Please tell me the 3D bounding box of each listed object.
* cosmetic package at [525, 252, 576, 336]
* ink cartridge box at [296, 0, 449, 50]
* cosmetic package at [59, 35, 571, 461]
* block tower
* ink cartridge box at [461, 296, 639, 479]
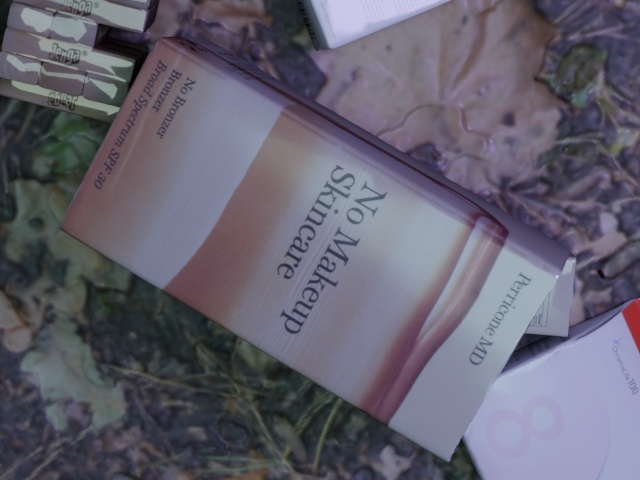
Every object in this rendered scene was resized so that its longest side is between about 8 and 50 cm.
[{"bbox_3d":[0.120,0.032,1.165,0.115,0.041,0.060,6,100,-1],"label":"cosmetic package"},{"bbox_3d":[0.055,-0.228,1.121,0.179,0.045,0.145,-23,101,-14],"label":"ink cartridge box"},{"bbox_3d":[0.000,0.000,1.085,0.296,0.129,0.153,29,100,6],"label":"cosmetic package"},{"bbox_3d":[-0.129,-0.247,1.082,0.097,0.091,0.335,14,102,-3],"label":"block tower"},{"bbox_3d":[0.230,0.142,1.182,0.232,0.066,0.189,-24,101,9],"label":"ink cartridge box"}]
